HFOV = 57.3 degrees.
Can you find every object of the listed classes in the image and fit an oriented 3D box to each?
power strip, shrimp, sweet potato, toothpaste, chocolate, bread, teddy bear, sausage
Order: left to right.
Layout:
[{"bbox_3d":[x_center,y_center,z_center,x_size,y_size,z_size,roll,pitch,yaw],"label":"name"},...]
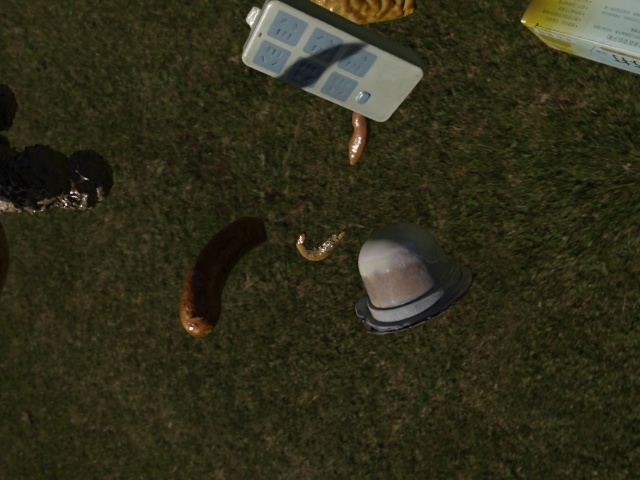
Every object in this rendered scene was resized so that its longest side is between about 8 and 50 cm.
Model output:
[{"bbox_3d":[-0.344,-0.091,0.561,0.251,0.182,0.129,38,96,-5],"label":"teddy bear"},{"bbox_3d":[-0.195,0.054,1.137,0.103,0.302,0.076,43,132,-15],"label":"sausage"},{"bbox_3d":[0.000,0.000,1.215,0.114,0.083,0.023,-37,35,27],"label":"shrimp"},{"bbox_3d":[0.021,-0.260,0.842,0.118,0.270,0.046,-50,30,45],"label":"power strip"},{"bbox_3d":[0.071,-0.489,1.131,0.096,0.222,0.181,89,161,-46],"label":"bread"},{"bbox_3d":[0.110,-0.298,1.617,0.055,0.058,0.202,13,131,8],"label":"sweet potato"},{"bbox_3d":[0.133,0.046,0.980,0.221,0.221,0.147,-27,96,30],"label":"chocolate"},{"bbox_3d":[0.389,-0.237,0.688,0.313,0.089,0.071,42,109,45],"label":"toothpaste"}]

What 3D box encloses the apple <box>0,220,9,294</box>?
[{"bbox_3d":[-0.324,0.007,0.417,0.173,0.160,0.195,-9,72,15],"label":"apple"}]
